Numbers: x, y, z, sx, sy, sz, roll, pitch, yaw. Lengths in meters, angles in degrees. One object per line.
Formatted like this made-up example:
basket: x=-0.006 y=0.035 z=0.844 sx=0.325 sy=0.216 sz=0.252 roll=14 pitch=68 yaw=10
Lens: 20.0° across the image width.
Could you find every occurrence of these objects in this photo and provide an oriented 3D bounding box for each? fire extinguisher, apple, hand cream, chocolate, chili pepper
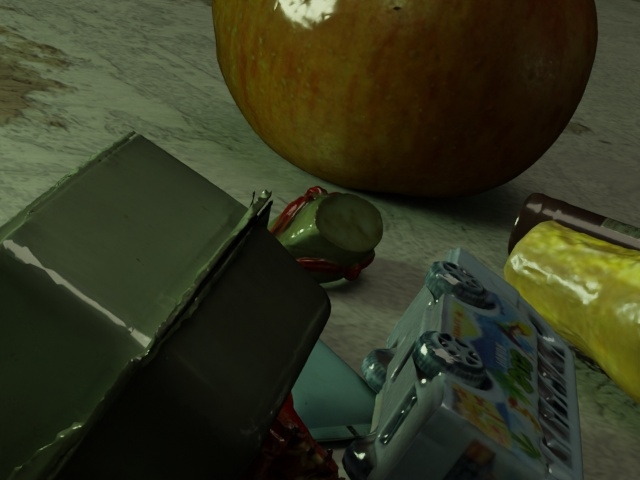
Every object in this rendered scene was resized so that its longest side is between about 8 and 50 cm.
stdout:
fire extinguisher: x=0.298 y=0.026 z=1.716 sx=0.231 sy=0.071 sz=0.099 roll=20 pitch=-9 yaw=17
apple: x=0.079 y=-0.215 z=1.893 sx=0.400 sy=0.333 sz=0.400 roll=31 pitch=15 yaw=-10
hand cream: x=-0.059 y=0.064 z=1.344 sx=0.111 sy=0.070 sz=0.312 roll=2 pitch=29 yaw=-38
chocolate: x=0.332 y=0.088 z=1.391 sx=0.162 sy=0.162 sz=0.445 roll=-3 pitch=22 yaw=-43
chili pepper: x=-0.036 y=0.122 z=1.129 sx=0.073 sy=0.070 sz=0.123 roll=18 pitch=14 yaw=-27

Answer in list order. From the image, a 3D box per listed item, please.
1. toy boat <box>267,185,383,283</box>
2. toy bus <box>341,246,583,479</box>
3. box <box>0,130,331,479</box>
toy boat: x=0.001 y=-0.001 z=1.556 sx=0.185 sy=0.071 sz=0.089 roll=-12 pitch=74 yaw=-55
toy bus: x=0.101 y=0.111 z=1.205 sx=0.136 sy=0.109 sz=0.329 roll=33 pitch=17 yaw=-4
box: x=-0.118 y=0.077 z=0.965 sx=0.166 sy=0.220 sz=0.290 roll=37 pitch=19 yaw=-2
